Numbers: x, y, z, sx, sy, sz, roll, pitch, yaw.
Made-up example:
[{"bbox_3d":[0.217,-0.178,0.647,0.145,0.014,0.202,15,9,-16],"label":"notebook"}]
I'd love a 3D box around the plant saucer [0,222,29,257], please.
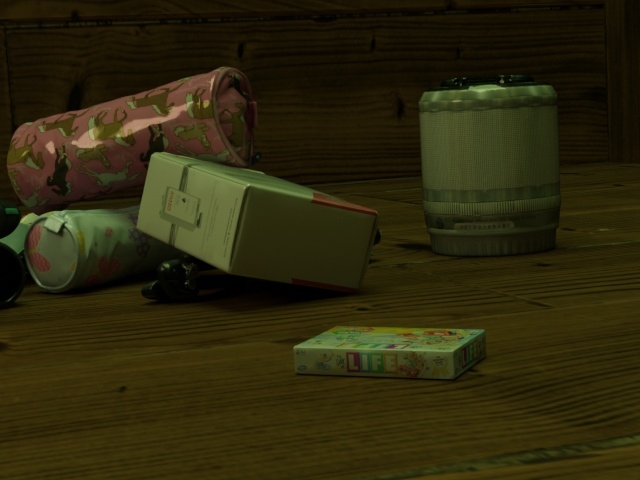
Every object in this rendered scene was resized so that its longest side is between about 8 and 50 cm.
[{"bbox_3d":[-0.526,0.032,1.917,0.194,0.037,0.195,-11,26,5],"label":"plant saucer"}]

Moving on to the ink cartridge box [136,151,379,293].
[{"bbox_3d":[-0.090,-0.027,1.687,0.207,0.117,0.283,10,6,-33],"label":"ink cartridge box"}]

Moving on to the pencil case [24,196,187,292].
[{"bbox_3d":[-0.307,0.001,1.873,0.113,0.124,0.273,40,29,23],"label":"pencil case"}]

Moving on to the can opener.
[{"bbox_3d":[-0.159,0.044,1.696,0.073,0.059,0.186,1,7,35],"label":"can opener"}]

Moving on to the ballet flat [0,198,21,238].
[{"bbox_3d":[-0.545,-0.006,1.852,0.280,0.095,0.096,-10,4,33],"label":"ballet flat"}]

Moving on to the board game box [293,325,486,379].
[{"bbox_3d":[0.066,0.103,1.176,0.154,0.026,0.103,0,7,23],"label":"board game box"}]

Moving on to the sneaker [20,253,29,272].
[{"bbox_3d":[-0.475,0.033,2.015,0.209,0.069,0.082,-18,-34,-13],"label":"sneaker"}]

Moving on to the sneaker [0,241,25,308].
[{"bbox_3d":[-0.514,0.019,1.642,0.146,0.105,0.295,2,-12,45],"label":"sneaker"}]

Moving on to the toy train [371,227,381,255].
[{"bbox_3d":[0.000,0.000,1.948,0.184,0.080,0.105,-6,1,-26],"label":"toy train"}]

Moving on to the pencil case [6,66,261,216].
[{"bbox_3d":[-0.283,-0.144,1.905,0.386,0.167,0.160,-13,42,19],"label":"pencil case"}]

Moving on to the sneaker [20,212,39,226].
[{"bbox_3d":[-0.499,0.007,2.199,0.092,0.088,0.225,23,17,25],"label":"sneaker"}]

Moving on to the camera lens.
[{"bbox_3d":[0.269,-0.123,2.012,0.219,0.274,0.219,-3,6,0],"label":"camera lens"}]
